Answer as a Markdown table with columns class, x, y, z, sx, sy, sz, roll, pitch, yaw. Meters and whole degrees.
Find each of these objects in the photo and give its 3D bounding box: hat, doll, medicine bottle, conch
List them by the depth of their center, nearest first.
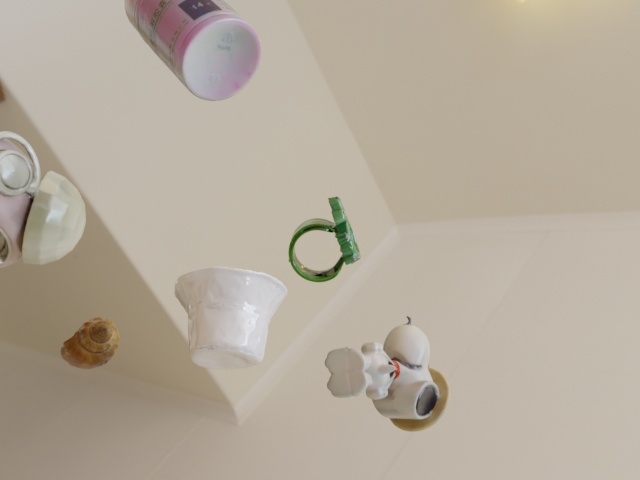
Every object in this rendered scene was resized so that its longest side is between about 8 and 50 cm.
| class | x | y | z | sx | sy | sz | roll | pitch | yaw |
| --- | --- | --- | --- | --- | --- | --- | --- | --- | --- |
| hat | -0.148 | 0.134 | 1.092 | 0.203 | 0.203 | 0.126 | -15 | -123 | 29 |
| medicine bottle | -0.229 | -0.372 | 1.196 | 0.152 | 0.152 | 0.254 | -34 | -126 | -12 |
| doll | 0.119 | 0.263 | 1.233 | 0.144 | 0.208 | 0.271 | -12 | -178 | 36 |
| conch | -0.511 | 0.247 | 1.510 | 0.109 | 0.093 | 0.330 | -41 | 177 | -39 |

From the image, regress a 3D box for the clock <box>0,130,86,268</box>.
| class | x | y | z | sx | sy | sz | roll | pitch | yaw |
| --- | --- | --- | --- | --- | --- | --- | --- | --- | --- |
| clock | -0.557 | -0.075 | 1.010 | 0.326 | 0.342 | 0.184 | -6 | -117 | 28 |

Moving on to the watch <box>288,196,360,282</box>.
| class | x | y | z | sx | sy | sz | roll | pitch | yaw |
| --- | --- | --- | --- | --- | --- | --- | --- | --- | --- |
| watch | 0.000 | 0.000 | 1.498 | 0.152 | 0.165 | 0.131 | -20 | -166 | 8 |
